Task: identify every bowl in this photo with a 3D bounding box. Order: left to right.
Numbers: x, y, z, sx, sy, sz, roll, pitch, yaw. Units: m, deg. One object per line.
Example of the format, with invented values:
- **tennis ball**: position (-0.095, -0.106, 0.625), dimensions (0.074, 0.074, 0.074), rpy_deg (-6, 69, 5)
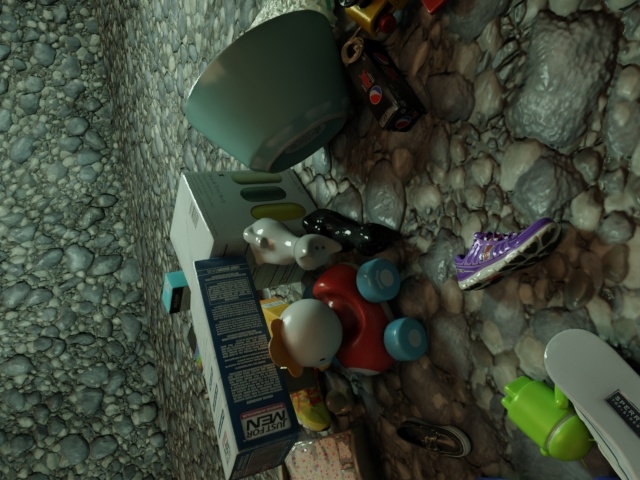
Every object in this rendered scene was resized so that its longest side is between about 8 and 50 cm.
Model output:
- **bowl**: position (-0.069, -0.238, 0.831), dimensions (0.163, 0.311, 0.311), rpy_deg (56, 142, 2)

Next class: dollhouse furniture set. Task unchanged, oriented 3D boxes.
- **dollhouse furniture set**: position (-0.070, 0.451, 0.913), dimensions (0.303, 0.173, 0.356), rpy_deg (-24, 68, 21)

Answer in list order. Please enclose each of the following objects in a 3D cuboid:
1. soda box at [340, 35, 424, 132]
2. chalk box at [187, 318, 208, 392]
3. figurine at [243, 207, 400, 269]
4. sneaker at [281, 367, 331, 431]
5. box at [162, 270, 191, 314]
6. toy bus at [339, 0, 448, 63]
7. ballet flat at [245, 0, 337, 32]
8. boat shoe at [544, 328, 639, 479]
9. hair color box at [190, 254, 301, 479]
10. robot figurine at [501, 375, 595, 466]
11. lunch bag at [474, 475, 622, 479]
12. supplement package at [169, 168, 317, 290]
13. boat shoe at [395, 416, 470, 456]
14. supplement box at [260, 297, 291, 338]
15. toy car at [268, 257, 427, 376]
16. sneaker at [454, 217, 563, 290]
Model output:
- **soda box**: position (0.100, -0.258, 0.749), dimensions (0.053, 0.060, 0.169), rpy_deg (-51, 55, 46)
- **chalk box**: position (-0.222, 0.316, 1.238), dimensions (0.289, 0.179, 0.180), rpy_deg (57, 138, 30)
- **figurine**: position (0.000, 0.000, 0.816), dimensions (0.209, 0.214, 0.093), rpy_deg (8, 106, 53)
- **sneaker**: position (-0.034, 0.341, 1.056), dimensions (0.209, 0.081, 0.094), rpy_deg (53, 131, 33)
- **box**: position (-0.303, 0.124, 1.251), dimensions (0.060, 0.244, 0.101), rpy_deg (51, 135, 36)
- **toy bus**: position (0.084, -0.397, 0.667), dimensions (0.190, 0.104, 0.203), rpy_deg (-2, 80, 40)
- **ballet flat**: position (-0.105, -0.393, 0.958), dimensions (0.408, 0.146, 0.147), rpy_deg (-23, 78, 55)
- **boat shoe**: position (0.337, 0.214, 0.463), dimensions (0.096, 0.088, 0.268), rpy_deg (-44, 48, 11)
- **hair color box**: position (-0.149, 0.215, 0.809), dimensions (0.174, 0.105, 0.348), rpy_deg (110, 145, -48)
- **robot figurine**: position (0.286, 0.224, 0.569), dimensions (0.115, 0.066, 0.101), rpy_deg (40, 138, 52)
- **lunch bag**: position (0.239, 0.413, 0.459), dimensions (0.385, 0.327, 0.239), rpy_deg (-31, 76, 55)
- **supplement package**: position (-0.164, -0.020, 1.003), dimensions (0.199, 0.262, 0.198), rpy_deg (58, 139, 31)
- **boat shoe**: position (0.186, 0.335, 0.766), dimensions (0.142, 0.040, 0.049), rpy_deg (-12, 87, 56)
- **supplement box**: position (-0.080, 0.208, 1.095), dimensions (0.233, 0.080, 0.078), rpy_deg (17, 112, 55)
- **toy car**: position (0.012, 0.167, 0.786), dimensions (0.219, 0.237, 0.211), rpy_deg (-25, 89, 53)
- **sneaker**: position (0.236, 0.011, 0.605), dimensions (0.170, 0.068, 0.071), rpy_deg (-43, 56, 51)
